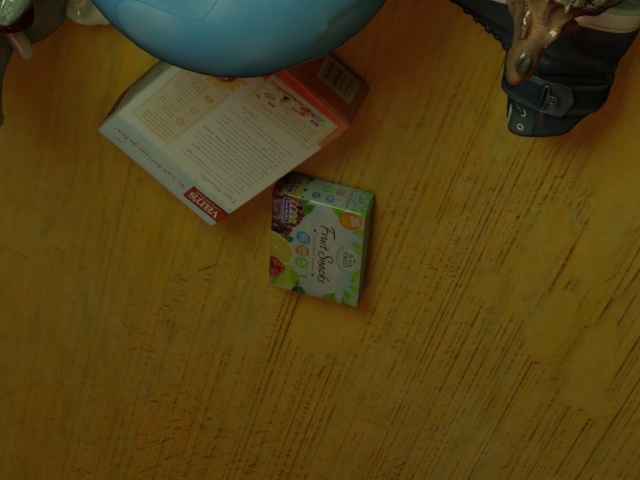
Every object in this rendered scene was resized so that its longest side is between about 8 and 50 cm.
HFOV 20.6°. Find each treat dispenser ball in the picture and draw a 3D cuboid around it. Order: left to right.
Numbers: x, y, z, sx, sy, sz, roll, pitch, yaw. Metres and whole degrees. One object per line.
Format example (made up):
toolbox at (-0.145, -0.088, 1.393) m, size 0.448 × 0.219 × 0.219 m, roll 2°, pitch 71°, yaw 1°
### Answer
treat dispenser ball at (-0.064, -0.272, 1.386) m, size 0.288 × 0.288 × 0.288 m, roll 13°, pitch 137°, yaw 13°

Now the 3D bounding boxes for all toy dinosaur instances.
toy dinosaur at (0.175, -0.277, 1.335) m, size 0.127 × 0.200 × 0.295 m, roll -3°, pitch 131°, yaw 28°

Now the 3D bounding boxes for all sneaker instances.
sneaker at (0.154, -0.178, 1.532) m, size 0.226 × 0.086 × 0.163 m, roll 20°, pitch 135°, yaw 3°

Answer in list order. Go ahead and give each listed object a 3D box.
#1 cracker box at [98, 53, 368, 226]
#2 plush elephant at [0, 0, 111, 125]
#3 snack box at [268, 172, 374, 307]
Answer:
cracker box at (-0.087, -0.127, 1.710) m, size 0.156 × 0.067 × 0.232 m, roll 41°, pitch 135°, yaw -17°
plush elephant at (-0.329, -0.222, 1.606) m, size 0.272 × 0.330 × 0.255 m, roll 1°, pitch 156°, yaw 26°
snack box at (0.000, 0.000, 1.820) m, size 0.100 × 0.037 × 0.141 m, roll 14°, pitch 137°, yaw 10°
